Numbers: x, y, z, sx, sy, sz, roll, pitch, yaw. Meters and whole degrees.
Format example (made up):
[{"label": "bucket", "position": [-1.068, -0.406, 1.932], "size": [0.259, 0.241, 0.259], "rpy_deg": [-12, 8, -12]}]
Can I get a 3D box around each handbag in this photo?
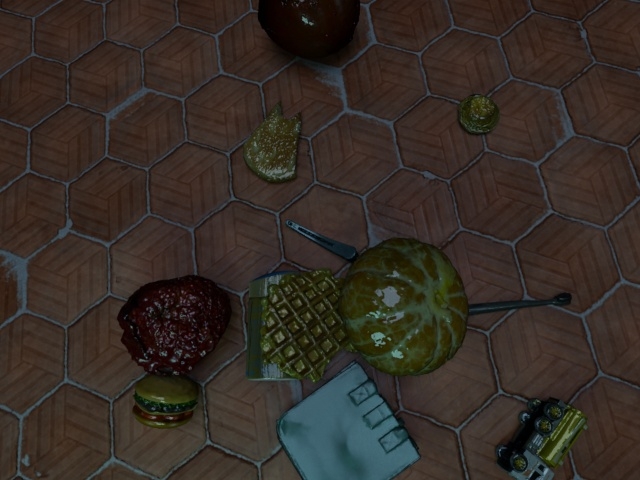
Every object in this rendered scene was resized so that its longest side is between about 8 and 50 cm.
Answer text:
[{"label": "handbag", "position": [0.063, 0.481, 1.050], "size": [0.274, 0.100, 0.269], "rpy_deg": [-37, 72, -6]}]

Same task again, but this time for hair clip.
[{"label": "hair clip", "position": [0.000, 0.000, 1.203], "size": [0.229, 0.070, 0.039], "rpy_deg": [24, 82, 17]}]

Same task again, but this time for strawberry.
[{"label": "strawberry", "position": [-0.370, 0.193, 1.072], "size": [0.273, 0.221, 0.274], "rpy_deg": [-4, 54, 6]}]

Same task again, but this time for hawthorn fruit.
[{"label": "hawthorn fruit", "position": [-0.039, -0.693, 1.268], "size": [0.315, 0.316, 0.316], "rpy_deg": [-1, 75, 4]}]

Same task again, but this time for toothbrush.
[{"label": "toothbrush", "position": [0.509, 0.168, 1.130], "size": [0.297, 0.031, 0.030], "rpy_deg": [-7, 49, 4]}]

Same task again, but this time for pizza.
[{"label": "pizza", "position": [-0.139, -0.301, 1.294], "size": [0.180, 0.034, 0.262], "rpy_deg": [11, 77, 7]}]

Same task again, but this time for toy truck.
[{"label": "toy truck", "position": [0.526, 0.474, 1.013], "size": [0.114, 0.098, 0.227], "rpy_deg": [40, 80, 7]}]

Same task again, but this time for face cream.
[{"label": "face cream", "position": [-0.124, 0.222, 1.141], "size": [0.139, 0.067, 0.285], "rpy_deg": [0, 76, -1]}]

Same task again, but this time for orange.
[{"label": "orange", "position": [0.197, 0.156, 1.027], "size": [0.329, 0.249, 0.330], "rpy_deg": [4, 80, -26]}]

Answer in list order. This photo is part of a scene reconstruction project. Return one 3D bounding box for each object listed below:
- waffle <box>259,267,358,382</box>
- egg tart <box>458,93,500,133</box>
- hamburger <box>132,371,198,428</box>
[{"label": "waffle", "position": [-0.014, 0.215, 1.100], "size": [0.300, 0.058, 0.282], "rpy_deg": [-9, 79, -16]}, {"label": "egg tart", "position": [0.466, -0.376, 1.261], "size": [0.130, 0.052, 0.131], "rpy_deg": [-1, 78, 2]}, {"label": "hamburger", "position": [-0.388, 0.396, 1.071], "size": [0.161, 0.162, 0.115], "rpy_deg": [13, 89, 7]}]
